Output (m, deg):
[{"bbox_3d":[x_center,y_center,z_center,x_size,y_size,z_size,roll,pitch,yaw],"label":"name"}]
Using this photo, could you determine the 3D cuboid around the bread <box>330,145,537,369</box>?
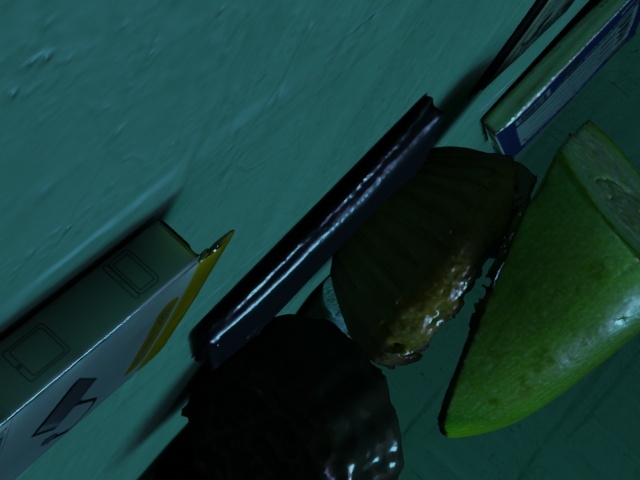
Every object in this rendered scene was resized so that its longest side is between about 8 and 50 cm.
[{"bbox_3d":[0.111,0.005,1.307,0.274,0.149,0.274,-53,175,-7],"label":"bread"}]

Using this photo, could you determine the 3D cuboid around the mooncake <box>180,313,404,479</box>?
[{"bbox_3d":[-0.031,0.193,1.218,0.124,0.228,0.228,-28,163,-45],"label":"mooncake"}]

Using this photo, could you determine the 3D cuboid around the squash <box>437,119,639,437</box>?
[{"bbox_3d":[0.207,0.059,1.292,0.309,0.210,0.233,-38,180,26],"label":"squash"}]

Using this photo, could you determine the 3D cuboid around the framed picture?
[{"bbox_3d":[0.242,-0.242,1.260,0.199,0.010,0.195,-43,173,-30],"label":"framed picture"}]

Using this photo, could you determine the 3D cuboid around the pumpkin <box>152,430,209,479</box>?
[{"bbox_3d":[-0.080,0.326,1.652,0.315,0.238,0.315,-48,179,-1],"label":"pumpkin"}]

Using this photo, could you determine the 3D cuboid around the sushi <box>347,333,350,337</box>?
[{"bbox_3d":[0.036,0.132,2.073,0.060,0.061,0.118,-32,146,-36],"label":"sushi"}]

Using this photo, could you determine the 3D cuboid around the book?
[{"bbox_3d":[0.360,-0.245,1.812,0.300,0.039,0.428,-46,172,6],"label":"book"}]

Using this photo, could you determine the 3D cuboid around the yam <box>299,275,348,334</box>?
[{"bbox_3d":[0.004,0.108,1.616,0.068,0.068,0.169,-43,171,-36],"label":"yam"}]

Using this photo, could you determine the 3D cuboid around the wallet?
[{"bbox_3d":[0.000,-0.001,1.055,0.285,0.030,0.146,-45,170,-12],"label":"wallet"}]

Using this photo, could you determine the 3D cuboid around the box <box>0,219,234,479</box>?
[{"bbox_3d":[-0.144,0.081,0.567,0.247,0.033,0.129,-42,171,-40],"label":"box"}]
